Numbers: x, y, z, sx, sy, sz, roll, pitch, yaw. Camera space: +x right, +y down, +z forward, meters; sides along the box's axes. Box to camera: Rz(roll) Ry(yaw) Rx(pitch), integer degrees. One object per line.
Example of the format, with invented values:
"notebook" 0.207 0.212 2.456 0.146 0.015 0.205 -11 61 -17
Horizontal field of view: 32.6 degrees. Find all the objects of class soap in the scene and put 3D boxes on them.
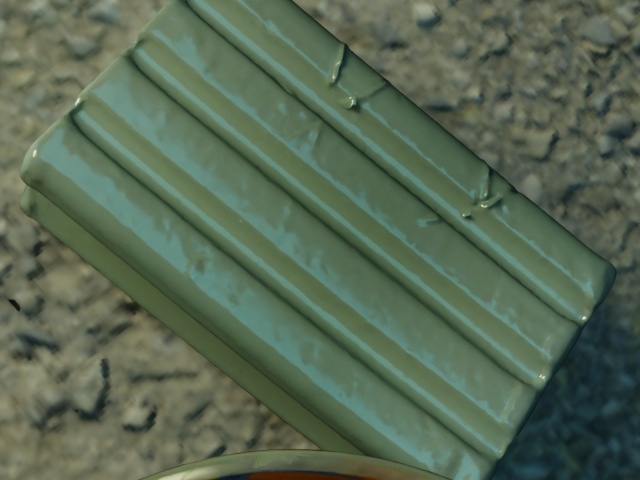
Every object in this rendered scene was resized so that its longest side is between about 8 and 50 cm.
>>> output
"soap" 0.000 0.000 0.417 0.198 0.066 0.119 39 68 -4

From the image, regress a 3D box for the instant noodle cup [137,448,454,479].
"instant noodle cup" -0.013 0.183 0.244 0.297 0.214 0.296 -1 76 3
